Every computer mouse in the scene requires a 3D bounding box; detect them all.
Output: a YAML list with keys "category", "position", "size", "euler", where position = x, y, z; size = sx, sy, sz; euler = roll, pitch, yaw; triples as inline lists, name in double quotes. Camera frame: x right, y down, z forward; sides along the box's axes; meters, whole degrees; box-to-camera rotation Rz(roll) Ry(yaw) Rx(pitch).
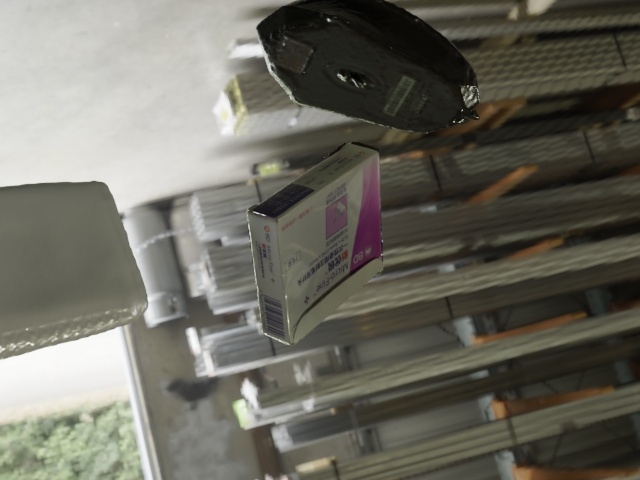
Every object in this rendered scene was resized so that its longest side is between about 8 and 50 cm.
- category: "computer mouse"
  position: [0.037, -0.130, 0.649]
  size: [0.172, 0.057, 0.099]
  euler: [20, 146, -9]

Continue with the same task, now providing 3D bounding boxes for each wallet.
- category: "wallet"
  position: [-0.209, 0.018, 0.658]
  size: [0.032, 0.124, 0.183]
  euler: [-24, 173, 36]

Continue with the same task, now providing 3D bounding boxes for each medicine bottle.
- category: "medicine bottle"
  position: [0.000, 0.000, 1.037]
  size: [0.052, 0.171, 0.201]
  euler: [16, -145, 32]
